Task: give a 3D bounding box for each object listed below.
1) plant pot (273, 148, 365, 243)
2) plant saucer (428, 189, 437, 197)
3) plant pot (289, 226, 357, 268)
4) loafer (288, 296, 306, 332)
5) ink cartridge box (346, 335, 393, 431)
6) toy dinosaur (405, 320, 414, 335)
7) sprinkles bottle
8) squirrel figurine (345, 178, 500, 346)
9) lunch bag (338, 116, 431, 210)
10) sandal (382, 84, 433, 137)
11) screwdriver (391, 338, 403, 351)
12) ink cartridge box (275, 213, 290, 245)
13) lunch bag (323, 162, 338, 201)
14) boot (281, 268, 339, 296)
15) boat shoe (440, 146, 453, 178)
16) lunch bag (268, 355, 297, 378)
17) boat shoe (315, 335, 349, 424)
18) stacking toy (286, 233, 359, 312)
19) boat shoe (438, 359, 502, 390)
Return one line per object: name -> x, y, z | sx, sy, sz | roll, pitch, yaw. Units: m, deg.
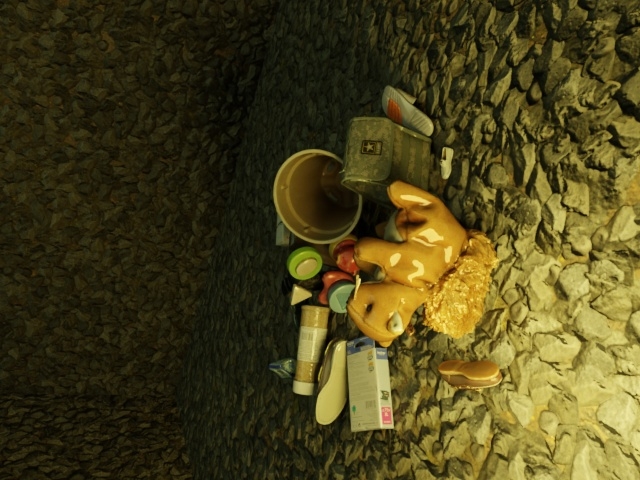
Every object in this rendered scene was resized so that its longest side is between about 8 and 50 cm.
plant pot -> 0.046, -0.190, 1.896 | 0.334, 0.305, 0.333 | 8, 110, 22
plant saucer -> 0.338, -0.107, 1.676 | 0.119, 0.021, 0.119 | -30, 55, 57
plant pot -> 0.000, 0.000, 2.014 | 0.215, 0.231, 0.215 | -173, 90, -76
loafer -> -0.109, 0.287, 2.333 | 0.084, 0.096, 0.267 | 133, 137, -56
ink cartridge box -> 0.165, 0.489, 1.770 | 0.186, 0.065, 0.310 | -36, 53, 54
toy dinosaur -> 0.253, 0.157, 1.671 | 0.322, 0.165, 0.218 | 52, 144, 32
sprinkles bottle -> -0.037, 0.446, 2.106 | 0.121, 0.121, 0.354 | -9, 73, 62
squirrel figurine -> 0.261, 0.111, 1.346 | 0.281, 0.397, 0.370 | 113, -179, -65
lunch bag -> 0.204, -0.254, 1.667 | 0.169, 0.287, 0.235 | -27, 50, 58
sandal -> 0.314, -0.445, 1.789 | 0.265, 0.076, 0.101 | 50, 143, 31
screwdriver -> 0.238, 0.322, 1.741 | 0.170, 0.025, 0.024 | -121, 46, -63
ink cartridge box -> -0.117, -0.077, 2.385 | 0.093, 0.161, 0.219 | -23, 61, 60
lunch bag -> 0.023, -0.213, 2.161 | 0.262, 0.160, 0.223 | 36, 118, 24
boot -> -0.023, 0.142, 2.056 | 0.263, 0.229, 0.091 | -53, 50, 56
boat shoe -> 0.389, -0.243, 1.608 | 0.035, 0.035, 0.100 | 13, 93, 63
lunch bag -> -0.133, 0.548, 2.224 | 0.129, 0.151, 0.096 | -26, 59, 57
boat shoe -> 0.044, 0.524, 1.939 | 0.097, 0.117, 0.324 | 15, 91, 67
stacking toy -> 0.029, 0.148, 1.871 | 0.130, 0.280, 0.308 | -121, 26, -53
boat shoe -> 0.403, 0.361, 1.360 | 0.073, 0.073, 0.207 | 61, 154, -6
